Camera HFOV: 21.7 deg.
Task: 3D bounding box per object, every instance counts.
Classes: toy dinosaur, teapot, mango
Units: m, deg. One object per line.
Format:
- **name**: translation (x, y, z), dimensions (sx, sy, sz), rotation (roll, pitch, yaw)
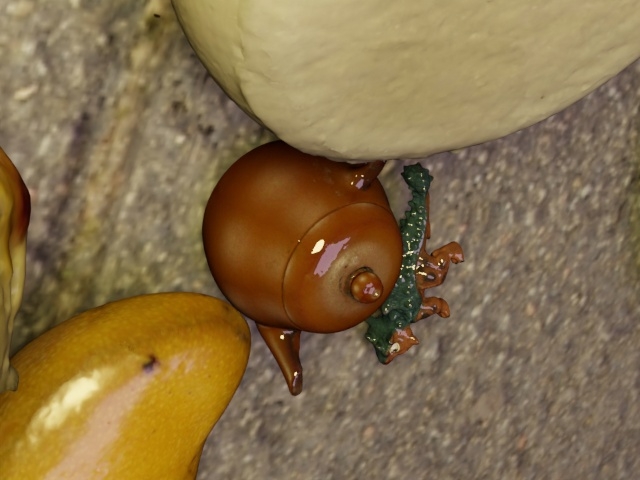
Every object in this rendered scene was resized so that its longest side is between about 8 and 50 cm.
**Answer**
- **toy dinosaur**: translation (0.053, 0.016, 1.032), dimensions (0.055, 0.049, 0.154), rotation (-17, 132, -28)
- **teapot**: translation (0.000, 0.000, 0.931), dimensions (0.116, 0.116, 0.173), rotation (4, 113, -42)
- **mango**: translation (-0.136, 0.135, 0.908), dimensions (0.157, 0.109, 0.262), rotation (27, 93, -37)

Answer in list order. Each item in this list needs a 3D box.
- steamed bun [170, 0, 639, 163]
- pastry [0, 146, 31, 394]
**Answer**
- **steamed bun**: translation (0.053, -0.176, 0.799), dimensions (0.283, 0.177, 0.283), rotation (-19, 148, -13)
- **pastry**: translation (-0.198, 0.023, 0.655), dimensions (0.237, 0.170, 0.256), rotation (-58, -172, 50)
